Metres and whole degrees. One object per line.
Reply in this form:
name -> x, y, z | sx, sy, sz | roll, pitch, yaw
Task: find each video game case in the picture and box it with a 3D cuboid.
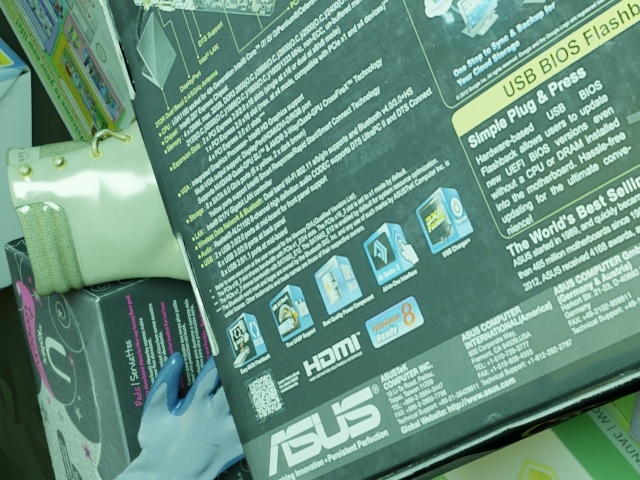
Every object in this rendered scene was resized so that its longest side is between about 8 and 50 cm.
video game case -> -0.196, -0.179, 1.047 | 0.212, 0.023, 0.193 | 59, 146, 14

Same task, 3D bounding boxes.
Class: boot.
boot -> -0.126, -0.071, 0.853 | 0.077, 0.165, 0.213 | -104, 8, -82

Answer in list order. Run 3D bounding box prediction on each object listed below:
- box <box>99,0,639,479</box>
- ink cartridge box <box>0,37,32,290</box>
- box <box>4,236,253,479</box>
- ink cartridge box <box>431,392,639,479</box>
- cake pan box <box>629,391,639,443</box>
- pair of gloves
box -> 0.080, -0.108, 0.443 | 0.395, 0.097, 0.318 | -34, 72, 41
ink cartridge box -> -0.450, -0.145, 1.334 | 0.395, 0.151, 0.270 | 45, 140, 36
box -> -0.132, 0.112, 1.003 | 0.163, 0.142, 0.247 | 21, 124, 50
ink cartridge box -> 0.155, 0.114, 0.661 | 0.171, 0.056, 0.235 | 51, 145, 26
cake pan box -> 0.241, 0.012, 0.449 | 0.246, 0.070, 0.266 | 33, 128, 41
pair of gloves -> -0.042, 0.161, 0.896 | 0.198, 0.023, 0.159 | 35, 111, -8
